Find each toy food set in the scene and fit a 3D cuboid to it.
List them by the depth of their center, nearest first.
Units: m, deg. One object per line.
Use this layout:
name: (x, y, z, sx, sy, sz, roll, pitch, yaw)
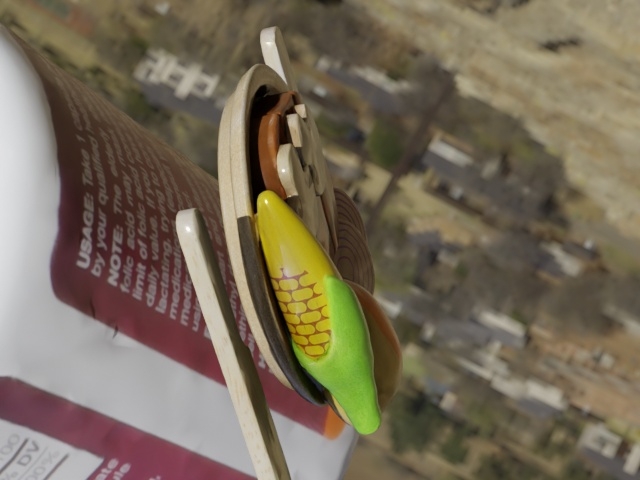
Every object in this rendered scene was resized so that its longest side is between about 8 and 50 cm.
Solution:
toy food set: (0.000, 0.000, 0.597, 0.039, 0.192, 0.132, -11, 115, 13)

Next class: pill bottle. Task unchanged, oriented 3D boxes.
pill bottle: (-0.160, 0.026, 0.713, 0.224, 0.224, 0.392, 20, 170, 32)
